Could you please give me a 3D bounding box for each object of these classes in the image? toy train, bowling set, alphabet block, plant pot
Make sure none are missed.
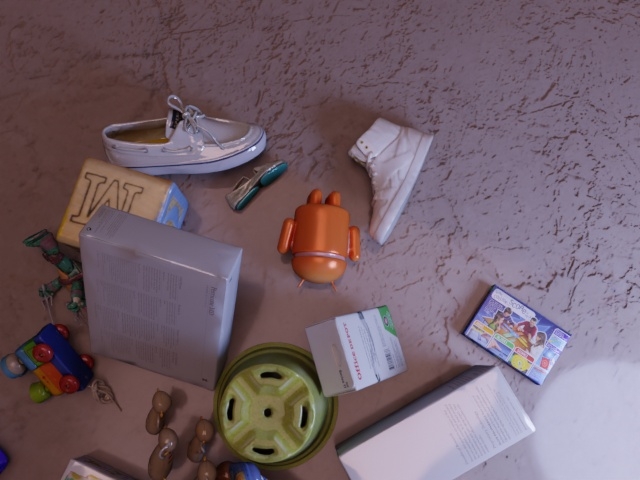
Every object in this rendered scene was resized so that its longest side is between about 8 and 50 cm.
[{"bbox_3d":[-0.562,0.311,1.452,0.143,0.105,0.248,-29,107,13],"label":"toy train"},{"bbox_3d":[-0.254,0.436,1.369,0.200,0.154,0.287,3,44,-23],"label":"bowling set"},{"bbox_3d":[-0.422,-0.045,1.465,0.197,0.192,0.193,17,78,2],"label":"alphabet block"},{"bbox_3d":[-0.098,0.339,1.360,0.276,0.254,0.276,0,79,0],"label":"plant pot"}]

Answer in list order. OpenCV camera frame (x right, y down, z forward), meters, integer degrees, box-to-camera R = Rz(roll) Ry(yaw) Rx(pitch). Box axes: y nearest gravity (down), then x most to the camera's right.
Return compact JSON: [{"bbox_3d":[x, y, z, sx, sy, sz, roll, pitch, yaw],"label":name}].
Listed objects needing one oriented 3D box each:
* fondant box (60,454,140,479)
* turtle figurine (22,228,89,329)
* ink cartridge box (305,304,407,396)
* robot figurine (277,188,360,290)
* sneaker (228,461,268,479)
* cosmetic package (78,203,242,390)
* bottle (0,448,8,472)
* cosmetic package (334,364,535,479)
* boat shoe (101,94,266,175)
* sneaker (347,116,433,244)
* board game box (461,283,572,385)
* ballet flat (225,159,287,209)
[{"bbox_3d":[-0.410,0.624,1.386,0.330,0.096,0.238,24,80,3],"label":"fondant box"},{"bbox_3d":[-0.559,0.090,1.473,0.118,0.175,0.234,-41,113,-39],"label":"turtle figurine"},{"bbox_3d":[0.077,0.227,1.403,0.087,0.208,0.153,-23,78,34],"label":"ink cartridge box"},{"bbox_3d":[-0.002,0.000,1.489,0.128,0.158,0.219,-5,76,40],"label":"robot figurine"},{"bbox_3d":[-0.100,0.514,1.334,0.131,0.296,0.112,-15,46,-8],"label":"sneaker"},{"bbox_3d":[-0.319,0.128,1.348,0.284,0.377,0.097,19,45,4],"label":"cosmetic package"},{"bbox_3d":[-0.803,0.419,1.423,0.283,0.092,0.118,39,83,6],"label":"bottle"},{"bbox_3d":[0.222,0.406,1.380,0.365,0.197,0.155,-30,82,-4],"label":"cosmetic package"},{"bbox_3d":[-0.310,-0.247,1.505,0.367,0.156,0.136,-5,47,3],"label":"boat shoe"},{"bbox_3d":[0.129,-0.143,1.534,0.169,0.108,0.292,23,70,6],"label":"sneaker"},{"bbox_3d":[0.436,0.209,1.498,0.201,0.035,0.136,35,81,6],"label":"board game box"},{"bbox_3d":[-0.151,-0.140,1.552,0.168,0.057,0.052,-42,73,-8],"label":"ballet flat"}]
